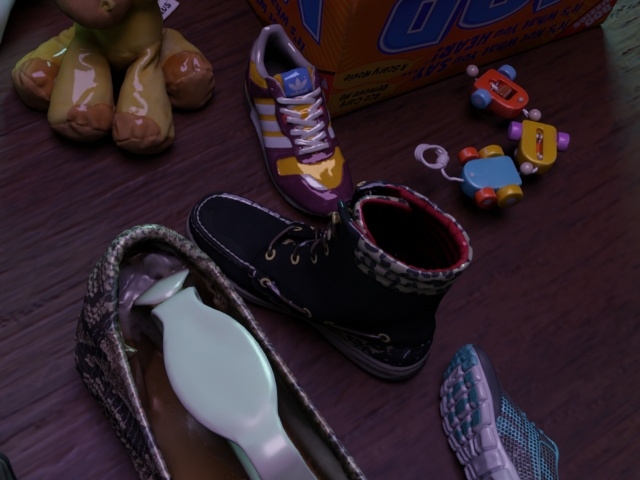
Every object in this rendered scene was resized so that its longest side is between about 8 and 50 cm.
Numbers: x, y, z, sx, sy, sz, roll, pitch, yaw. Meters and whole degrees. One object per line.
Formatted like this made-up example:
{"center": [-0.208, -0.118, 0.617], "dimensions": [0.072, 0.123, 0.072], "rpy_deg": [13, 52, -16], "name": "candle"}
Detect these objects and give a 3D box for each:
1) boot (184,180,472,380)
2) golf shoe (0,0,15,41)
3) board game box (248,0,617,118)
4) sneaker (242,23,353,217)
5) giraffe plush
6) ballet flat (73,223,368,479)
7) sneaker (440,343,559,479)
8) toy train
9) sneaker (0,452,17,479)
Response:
{"center": [0.002, -0.001, 0.741], "dimensions": [0.236, 0.178, 0.085], "rpy_deg": [33, 60, 10], "name": "boot"}
{"center": [-0.282, -0.267, 0.899], "dimensions": [0.094, 0.077, 0.198], "rpy_deg": [11, 84, -28], "name": "golf shoe"}
{"center": [0.098, -0.401, 0.891], "dimensions": [0.357, 0.356, 0.356], "rpy_deg": [-22, 66, -20], "name": "board game box"}
{"center": [-0.022, -0.108, 0.857], "dimensions": [0.070, 0.084, 0.185], "rpy_deg": [-19, 64, -19], "name": "sneaker"}
{"center": [-0.176, -0.207, 0.840], "dimensions": [0.182, 0.170, 0.210], "rpy_deg": [14, 58, 0], "name": "giraffe plush"}
{"center": [-0.027, 0.185, 0.625], "dimensions": [0.164, 0.182, 0.482], "rpy_deg": [-26, 67, -23], "name": "ballet flat"}
{"center": [0.148, 0.161, 0.750], "dimensions": [0.076, 0.065, 0.166], "rpy_deg": [0, 61, -28], "name": "sneaker"}
{"center": [0.161, -0.092, 0.903], "dimensions": [0.125, 0.046, 0.166], "rpy_deg": [34, 57, 13], "name": "toy train"}
{"center": [-0.281, 0.203, 0.628], "dimensions": [0.130, 0.087, 0.227], "rpy_deg": [8, 53, 3], "name": "sneaker"}
